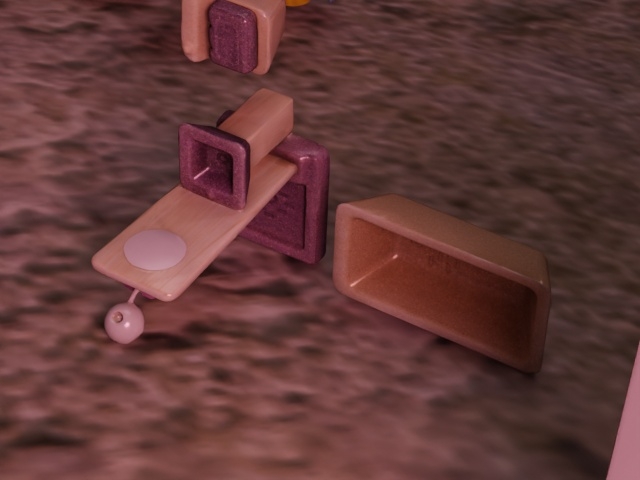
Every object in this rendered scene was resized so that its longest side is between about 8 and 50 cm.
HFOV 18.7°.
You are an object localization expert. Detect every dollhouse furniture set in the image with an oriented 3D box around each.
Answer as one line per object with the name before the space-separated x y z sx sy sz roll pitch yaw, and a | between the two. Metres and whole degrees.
dollhouse furniture set | 0.000 0.000 0.504 0.114 0.091 0.081 23 44 22

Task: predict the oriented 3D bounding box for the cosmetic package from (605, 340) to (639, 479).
cosmetic package | 0.232 0.015 0.440 0.197 0.155 0.365 25 29 30

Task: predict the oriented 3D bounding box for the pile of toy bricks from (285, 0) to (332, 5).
pile of toy bricks | -0.086 -0.143 0.766 0.105 0.118 0.212 -35 59 -17
